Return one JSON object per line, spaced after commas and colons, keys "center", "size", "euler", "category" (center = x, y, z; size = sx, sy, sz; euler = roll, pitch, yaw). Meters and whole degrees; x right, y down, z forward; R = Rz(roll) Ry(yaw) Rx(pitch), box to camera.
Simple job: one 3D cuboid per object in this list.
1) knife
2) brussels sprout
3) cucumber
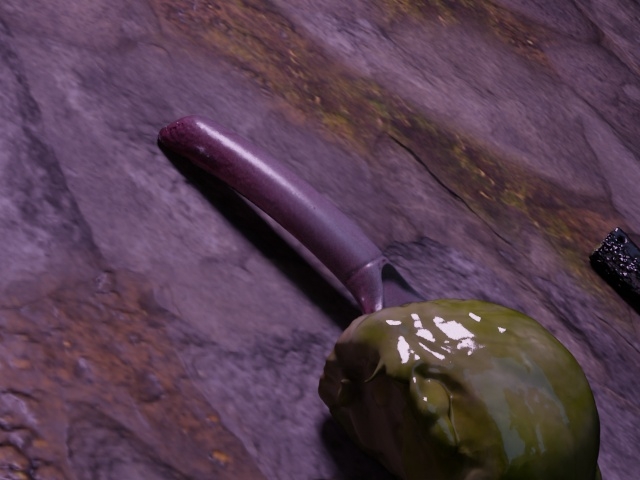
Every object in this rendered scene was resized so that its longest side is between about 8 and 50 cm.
{"center": [0.001, -0.002, 1.188], "size": [0.278, 0.053, 0.123], "euler": [44, 22, 11], "category": "knife"}
{"center": [0.094, 0.112, 1.043], "size": [0.145, 0.131, 0.183], "euler": [-20, 60, -34], "category": "brussels sprout"}
{"center": [0.299, 0.058, 1.462], "size": [0.163, 0.043, 0.039], "euler": [50, -13, 17], "category": "cucumber"}
